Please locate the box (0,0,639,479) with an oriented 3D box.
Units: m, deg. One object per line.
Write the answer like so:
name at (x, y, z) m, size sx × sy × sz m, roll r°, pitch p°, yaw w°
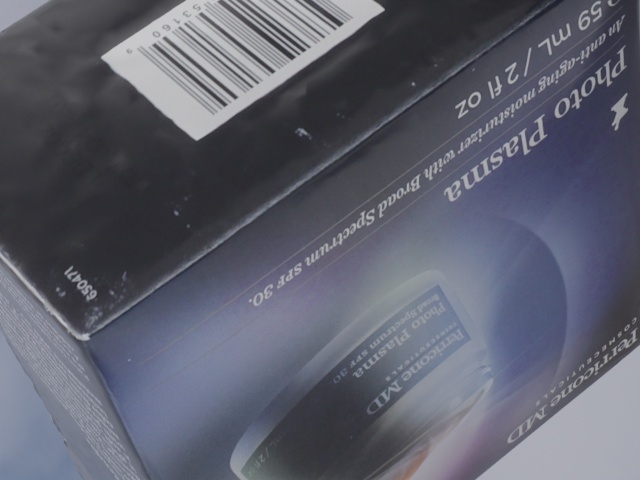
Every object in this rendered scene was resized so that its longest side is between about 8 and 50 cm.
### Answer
box at (0.000, 0.000, 0.774) m, size 0.296 × 0.182 × 0.294 m, roll -37°, pitch -37°, yaw -16°
